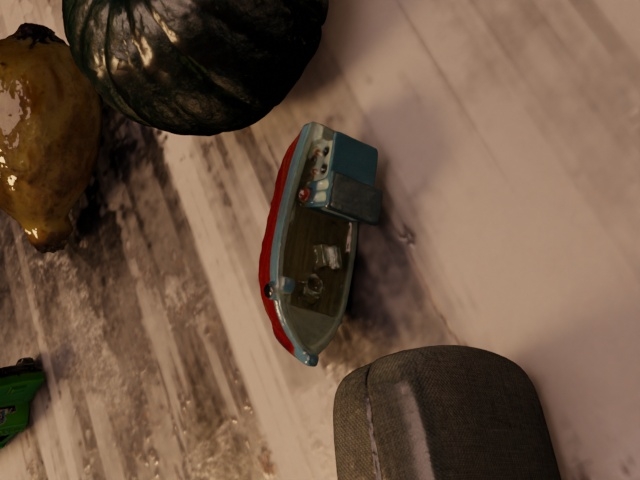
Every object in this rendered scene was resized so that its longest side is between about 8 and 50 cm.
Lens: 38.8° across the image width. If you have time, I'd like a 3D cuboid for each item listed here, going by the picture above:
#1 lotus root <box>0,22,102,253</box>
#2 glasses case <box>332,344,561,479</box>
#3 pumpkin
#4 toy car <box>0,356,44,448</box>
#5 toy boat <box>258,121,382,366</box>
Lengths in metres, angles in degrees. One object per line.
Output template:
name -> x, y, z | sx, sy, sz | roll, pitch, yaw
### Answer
lotus root -> -0.267, -0.096, 0.856 | 0.138, 0.138, 0.214 | -13, 82, 39
glasses case -> 0.085, 0.213, 0.451 | 0.074, 0.131, 0.323 | -27, 62, 37
pumpkin -> -0.095, -0.188, 0.697 | 0.221, 0.162, 0.220 | -5, 80, 30
toy car -> -0.330, 0.172, 0.875 | 0.165, 0.071, 0.062 | -38, 71, 28
toy boat -> 0.000, 0.000, 0.624 | 0.059, 0.069, 0.172 | -2, 73, 50
